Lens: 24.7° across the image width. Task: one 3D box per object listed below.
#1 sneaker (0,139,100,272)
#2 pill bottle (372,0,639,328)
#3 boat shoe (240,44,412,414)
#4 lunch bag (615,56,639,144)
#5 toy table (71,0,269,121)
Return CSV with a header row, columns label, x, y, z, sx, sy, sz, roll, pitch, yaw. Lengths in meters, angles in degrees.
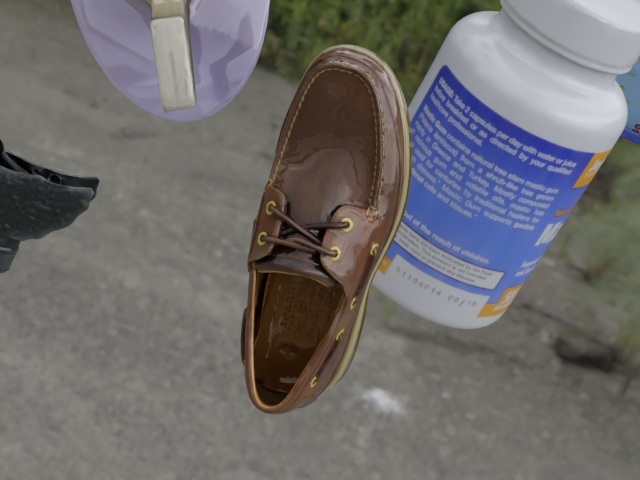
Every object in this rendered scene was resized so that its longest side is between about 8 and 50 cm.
label,x,y,z,sx,sy,sz,roll,pitch,yaw
sneaker,-0.243,-0.040,0.987,0.170,0.089,0.051,29,15,-5
pill bottle,0.139,-0.078,1.121,0.152,0.272,0.152,22,29,-13
boat shoe,0.000,0.000,0.673,0.064,0.178,0.060,16,20,11
lunch bag,0.393,-0.199,1.548,0.293,0.221,0.138,17,43,-7
toy table,-0.127,-0.232,1.191,0.252,0.274,0.161,-20,8,1
